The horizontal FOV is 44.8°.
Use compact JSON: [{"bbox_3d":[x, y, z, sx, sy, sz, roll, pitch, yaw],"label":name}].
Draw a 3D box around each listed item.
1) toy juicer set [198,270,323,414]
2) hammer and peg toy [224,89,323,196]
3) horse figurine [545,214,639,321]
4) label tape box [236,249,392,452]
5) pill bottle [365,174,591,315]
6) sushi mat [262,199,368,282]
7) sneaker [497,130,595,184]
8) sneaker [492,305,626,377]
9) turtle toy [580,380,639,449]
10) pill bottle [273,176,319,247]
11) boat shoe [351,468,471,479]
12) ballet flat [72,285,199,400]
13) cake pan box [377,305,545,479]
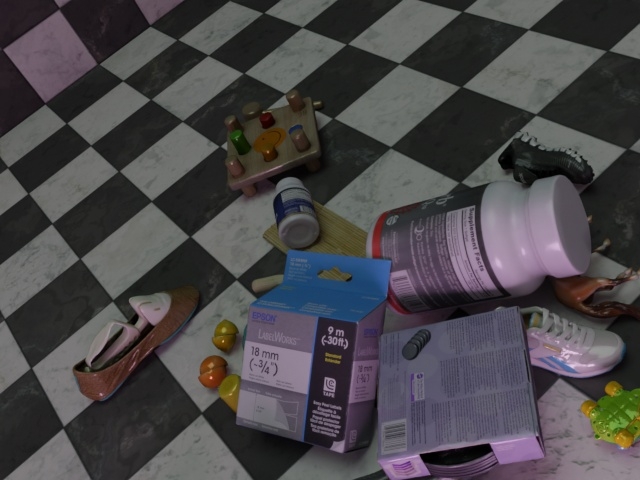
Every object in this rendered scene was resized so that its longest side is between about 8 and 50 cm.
[{"bbox_3d":[-0.126,0.193,1.613,0.209,0.089,0.329,10,62,53],"label":"toy juicer set"},{"bbox_3d":[-0.126,-0.295,2.062,0.265,0.127,0.361,-20,42,12],"label":"hammer and peg toy"},{"bbox_3d":[0.467,0.058,1.407,0.174,0.066,0.263,-26,40,2],"label":"horse figurine"},{"bbox_3d":[-0.016,0.187,1.404,0.240,0.106,0.334,5,87,34],"label":"label tape box"},{"bbox_3d":[0.281,0.010,1.405,0.362,0.210,0.210,-15,42,35],"label":"pill bottle"},{"bbox_3d":[0.000,0.000,1.774,0.151,0.019,0.316,-42,42,-13],"label":"sushi mat"},{"bbox_3d":[0.459,-0.150,1.617,0.106,0.078,0.234,-41,38,-8],"label":"sneaker"},{"bbox_3d":[0.396,0.167,1.319,0.228,0.092,0.087,4,50,32],"label":"sneaker"},{"bbox_3d":[0.472,0.268,1.192,0.130,0.066,0.095,-35,41,-7],"label":"turtle toy"},{"bbox_3d":[-0.060,-0.069,1.792,0.094,0.094,0.169,-23,41,8],"label":"pill bottle"},{"bbox_3d":[0.118,0.418,1.233,0.320,0.103,0.118,-39,39,-5],"label":"boat shoe"},{"bbox_3d":[-0.417,0.203,1.735,0.342,0.124,0.116,-45,43,-16],"label":"ballet flat"},{"bbox_3d":[0.214,0.240,1.225,0.245,0.070,0.267,-17,39,19],"label":"cake pan box"}]
